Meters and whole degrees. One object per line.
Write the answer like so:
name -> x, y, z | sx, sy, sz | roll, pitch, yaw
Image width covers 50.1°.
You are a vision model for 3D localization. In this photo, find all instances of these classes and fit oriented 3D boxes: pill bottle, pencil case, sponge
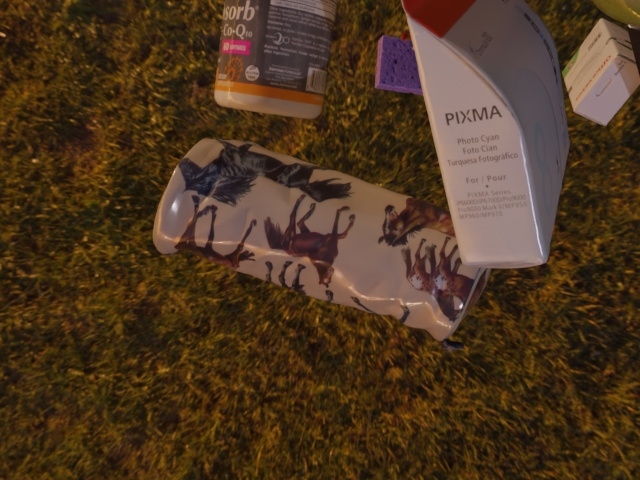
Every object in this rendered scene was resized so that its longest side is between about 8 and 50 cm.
pill bottle -> -0.059, -0.321, 0.978 | 0.162, 0.162, 0.279 | 8, 100, 2
pencil case -> 0.000, 0.000, 0.848 | 0.410, 0.184, 0.160 | 18, 51, 5
sponge -> 0.228, -0.382, 1.526 | 0.209, 0.031, 0.117 | 7, 78, -12

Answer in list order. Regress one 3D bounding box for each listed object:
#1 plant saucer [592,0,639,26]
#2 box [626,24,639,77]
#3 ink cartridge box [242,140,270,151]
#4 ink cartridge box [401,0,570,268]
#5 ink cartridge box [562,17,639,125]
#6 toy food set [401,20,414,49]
plant saucer -> 0.473, -0.405, 0.918 | 0.240, 0.037, 0.241 | -8, 74, 27
box -> 0.801, -0.413, 1.327 | 0.343, 0.312, 0.179 | -48, 47, -2
ink cartridge box -> -0.114, -0.133, 1.421 | 0.175, 0.127, 0.072 | 30, 111, 16
ink cartridge box -> 0.182, -0.212, 0.704 | 0.091, 0.308, 0.385 | -3, 118, 27
ink cartridge box -> 0.657, -0.393, 1.593 | 0.092, 0.219, 0.160 | 23, 129, -8
toy food set -> 0.223, -0.455, 1.486 | 0.104, 0.232, 0.111 | 18, 113, 8
